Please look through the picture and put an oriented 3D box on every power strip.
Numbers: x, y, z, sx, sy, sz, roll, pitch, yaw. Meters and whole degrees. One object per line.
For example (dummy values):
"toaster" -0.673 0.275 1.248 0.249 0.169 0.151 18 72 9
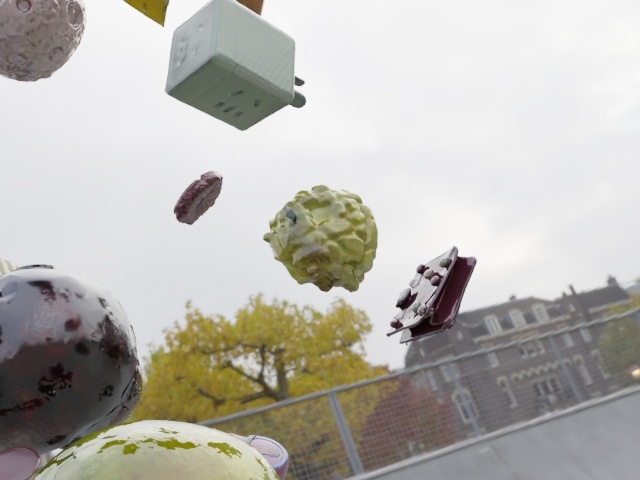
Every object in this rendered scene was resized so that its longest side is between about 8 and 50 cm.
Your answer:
"power strip" -0.124 -0.278 1.196 0.224 0.139 0.140 22 -33 -40

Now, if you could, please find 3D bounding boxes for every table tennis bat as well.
"table tennis bat" -0.519 0.359 1.148 0.155 0.019 0.098 5 29 25

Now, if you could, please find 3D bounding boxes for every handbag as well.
"handbag" 0.242 0.122 1.611 0.074 0.203 0.216 35 -27 -11

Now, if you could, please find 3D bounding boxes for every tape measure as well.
"tape measure" -0.123 0.428 1.390 0.118 0.125 0.074 11 -69 -13

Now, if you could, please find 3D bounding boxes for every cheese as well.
"cheese" -0.331 -0.500 1.436 0.126 0.171 0.093 -1 -53 -39

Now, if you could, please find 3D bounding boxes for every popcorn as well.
"popcorn" 0.001 -0.004 1.082 0.174 0.173 0.142 -19 -3 -4

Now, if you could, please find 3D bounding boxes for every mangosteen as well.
"mangosteen" -0.544 0.234 1.434 0.381 0.380 0.421 -21 -13 2

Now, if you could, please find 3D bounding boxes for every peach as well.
"peach" -0.184 0.343 0.803 0.316 0.314 0.281 14 -60 -11

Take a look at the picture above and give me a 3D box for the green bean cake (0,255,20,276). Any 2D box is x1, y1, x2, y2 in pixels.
"green bean cake" -0.775 0.128 1.563 0.236 0.124 0.233 -41 -28 1

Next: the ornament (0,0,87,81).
"ornament" -0.615 -0.455 1.460 0.259 0.259 0.225 -30 -42 20

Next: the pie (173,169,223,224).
"pie" -0.269 -0.094 1.607 0.153 0.038 0.153 -47 -11 -12

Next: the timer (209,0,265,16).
"timer" -0.193 -0.502 1.658 0.132 0.132 0.152 -10 -54 -22
